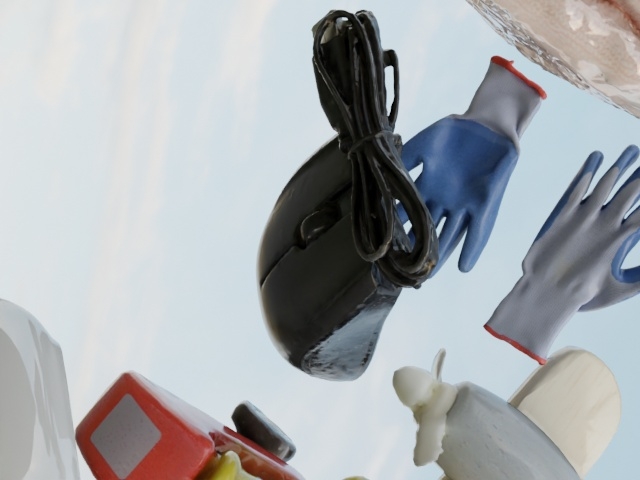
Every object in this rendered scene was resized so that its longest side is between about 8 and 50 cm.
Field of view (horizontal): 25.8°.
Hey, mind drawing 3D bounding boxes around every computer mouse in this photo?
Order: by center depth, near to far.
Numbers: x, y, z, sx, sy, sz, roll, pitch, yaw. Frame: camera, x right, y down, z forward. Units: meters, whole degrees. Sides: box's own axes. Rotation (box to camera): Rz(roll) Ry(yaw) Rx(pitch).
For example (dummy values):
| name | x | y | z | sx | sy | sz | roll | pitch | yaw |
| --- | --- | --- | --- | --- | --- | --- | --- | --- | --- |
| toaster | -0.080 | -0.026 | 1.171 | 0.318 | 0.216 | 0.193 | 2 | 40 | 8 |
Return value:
| name | x | y | z | sx | sy | sz | roll | pitch | yaw |
| --- | --- | --- | --- | --- | --- | --- | --- | --- | --- |
| computer mouse | 0.000 | 0.000 | 0.892 | 0.272 | 0.072 | 0.188 | 105 | -24 | -57 |

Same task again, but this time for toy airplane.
| name | x | y | z | sx | sy | sz | roll | pitch | yaw |
| --- | --- | --- | --- | --- | --- | --- | --- | --- | --- |
| toy airplane | 0.016 | 0.267 | 0.925 | 0.272 | 0.385 | 0.386 | 55 | 32 | -77 |

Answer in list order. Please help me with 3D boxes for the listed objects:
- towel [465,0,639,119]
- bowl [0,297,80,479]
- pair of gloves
| name | x | y | z | sx | sy | sz | roll | pitch | yaw |
| --- | --- | --- | --- | --- | --- | --- | --- | --- | --- |
| towel | -0.002 | -0.167 | 0.545 | 0.053 | 0.317 | 0.332 | -53 | -170 | 13 |
| bowl | -0.156 | 0.110 | 0.691 | 0.142 | 0.053 | 0.142 | 118 | -35 | -48 |
| pair of gloves | 0.131 | -0.018 | 0.901 | 0.198 | 0.023 | 0.159 | 37 | -85 | 23 |
